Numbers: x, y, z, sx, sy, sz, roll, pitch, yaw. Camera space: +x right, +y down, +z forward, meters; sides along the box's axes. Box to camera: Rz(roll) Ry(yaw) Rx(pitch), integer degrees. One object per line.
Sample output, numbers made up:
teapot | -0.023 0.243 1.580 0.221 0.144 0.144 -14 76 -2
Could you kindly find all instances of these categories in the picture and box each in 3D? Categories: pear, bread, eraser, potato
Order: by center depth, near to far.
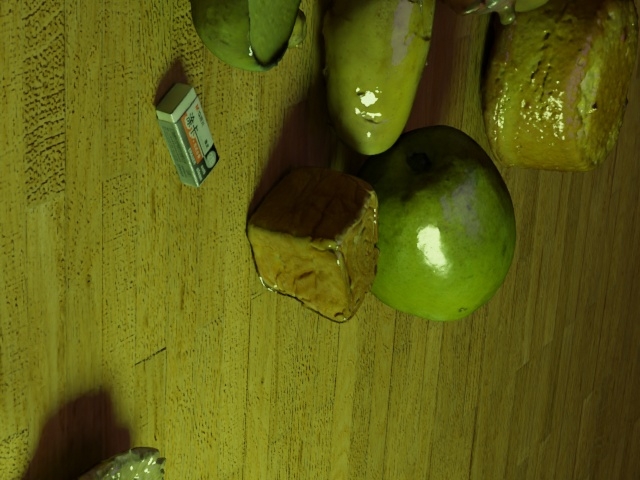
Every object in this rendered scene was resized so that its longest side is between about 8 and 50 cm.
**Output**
potato | -0.088 -0.313 1.662 0.160 0.111 0.271 64 34 -61
eraser | -0.153 -0.122 1.723 0.052 0.029 0.122 -57 147 -31
potato | -0.042 -0.271 1.839 0.046 0.045 0.092 -65 154 -15
bread | 0.000 0.000 1.952 0.149 0.143 0.158 -57 151 -31
potato | 0.075 -0.263 1.960 0.173 0.140 0.300 -34 138 -61
pear | 0.156 -0.023 2.104 0.253 0.253 0.307 -61 155 -24
bread | 0.411 -0.290 2.507 0.337 0.204 0.358 -20 119 -63

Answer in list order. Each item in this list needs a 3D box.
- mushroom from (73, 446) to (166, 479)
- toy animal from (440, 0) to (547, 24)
mushroom | -0.201 0.390 1.639 0.208 0.301 0.233 -43 138 9
toy animal | 0.277 -0.419 2.238 0.281 0.169 0.195 -6 74 -63
